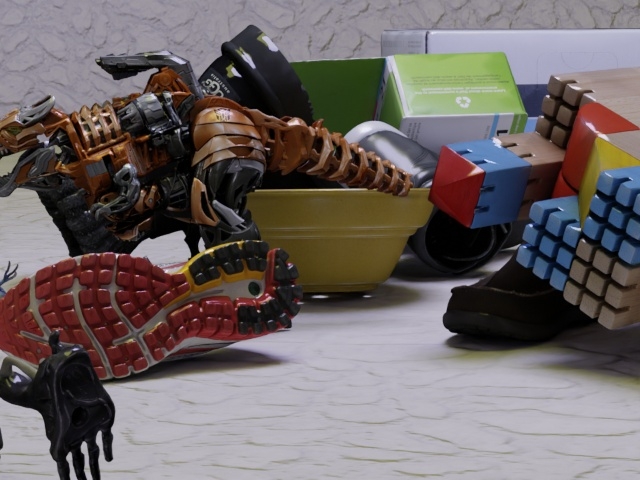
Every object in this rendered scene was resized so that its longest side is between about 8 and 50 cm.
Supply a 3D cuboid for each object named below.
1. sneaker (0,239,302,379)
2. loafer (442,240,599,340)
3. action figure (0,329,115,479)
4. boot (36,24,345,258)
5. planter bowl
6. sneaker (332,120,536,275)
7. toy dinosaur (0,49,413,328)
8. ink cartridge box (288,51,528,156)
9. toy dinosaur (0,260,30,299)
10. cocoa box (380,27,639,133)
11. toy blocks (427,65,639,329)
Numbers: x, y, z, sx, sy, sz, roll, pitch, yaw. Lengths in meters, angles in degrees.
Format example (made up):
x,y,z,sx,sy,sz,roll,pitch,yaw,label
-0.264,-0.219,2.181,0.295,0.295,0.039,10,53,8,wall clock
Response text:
x,y,z,sx,sy,sz,roll,pitch,yaw,label
-0.127,0.057,1.357,0.225,0.088,0.092,-4,-13,-31,sneaker
0.164,0.030,1.506,0.080,0.078,0.220,4,8,32,loafer
-0.243,0.061,1.032,0.164,0.141,0.275,-10,27,-44,action figure
-0.123,-0.037,1.845,0.260,0.348,0.131,-38,59,-10,boot
0.000,0.000,1.685,0.217,0.090,0.217,0,1,0,planter bowl
0.144,-0.014,1.878,0.295,0.104,0.147,22,20,-48,sneaker
-0.094,-0.039,1.509,0.322,0.218,0.164,2,6,8,toy dinosaur
0.063,-0.093,1.982,0.255,0.189,0.097,-4,50,-13,ink cartridge box
-0.269,0.044,1.582,0.090,0.047,0.082,-9,-14,15,toy dinosaur
0.259,-0.132,2.236,0.347,0.228,0.231,-2,7,-12,cocoa box
0.260,-0.017,1.385,0.261,0.191,0.381,-10,34,-40,toy blocks
